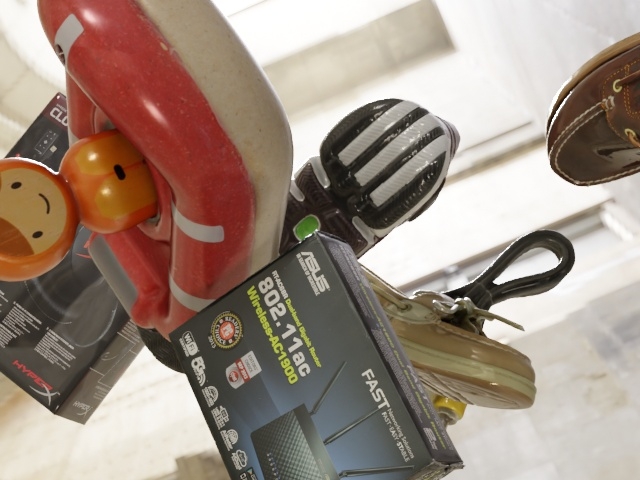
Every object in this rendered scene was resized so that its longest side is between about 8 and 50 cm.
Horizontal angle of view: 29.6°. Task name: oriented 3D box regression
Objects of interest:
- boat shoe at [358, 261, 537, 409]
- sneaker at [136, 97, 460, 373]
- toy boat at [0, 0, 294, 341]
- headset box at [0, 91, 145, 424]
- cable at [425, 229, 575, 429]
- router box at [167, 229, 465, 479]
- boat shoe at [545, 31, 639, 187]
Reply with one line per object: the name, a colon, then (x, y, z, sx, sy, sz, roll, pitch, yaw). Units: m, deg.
boat shoe: (0.068, 0.062, 1.014, 0.285, 0.089, 0.104, 20, 167, 43)
sneaker: (0.000, 0.000, 0.912, 0.106, 0.281, 0.162, 57, -158, 6)
toy boat: (-0.109, -0.029, 0.599, 0.151, 0.151, 0.231, 52, 153, 26)
headset box: (-0.248, 0.007, 1.257, 0.218, 0.293, 0.110, 34, 172, 13)
cable: (0.156, 0.081, 1.325, 0.139, 0.287, 0.072, 36, 150, 15)
router box: (-0.005, 0.071, 0.550, 0.038, 0.092, 0.122, 21, -142, -61)
boat shoe: (0.201, -0.083, 0.682, 0.073, 0.207, 0.073, 23, -128, -20)
